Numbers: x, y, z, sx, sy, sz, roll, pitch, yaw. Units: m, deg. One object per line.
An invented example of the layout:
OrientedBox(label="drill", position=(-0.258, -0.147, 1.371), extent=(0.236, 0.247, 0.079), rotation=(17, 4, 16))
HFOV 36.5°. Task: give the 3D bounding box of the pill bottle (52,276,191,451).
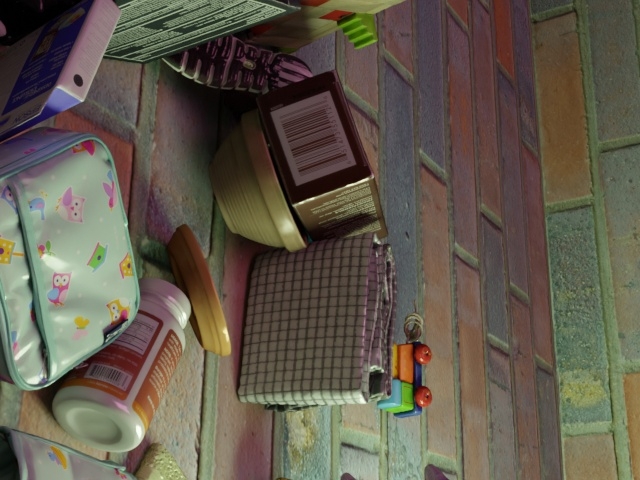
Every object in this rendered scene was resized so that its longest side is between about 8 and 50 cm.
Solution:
OrientedBox(label="pill bottle", position=(-0.248, 0.155, 1.256), extent=(0.121, 0.121, 0.216), rotation=(58, 35, -32))

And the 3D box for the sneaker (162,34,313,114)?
OrientedBox(label="sneaker", position=(-0.164, -0.267, 1.580), extent=(0.281, 0.162, 0.107), rotation=(22, 71, -16))

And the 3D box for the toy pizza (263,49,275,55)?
OrientedBox(label="toy pizza", position=(-0.090, -0.246, 1.761), extent=(0.201, 0.032, 0.201), rotation=(27, 58, -53))

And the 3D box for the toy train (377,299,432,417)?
OrientedBox(label="toy train", position=(0.142, 0.221, 1.948), extent=(0.143, 0.105, 0.248), rotation=(22, 60, -41))

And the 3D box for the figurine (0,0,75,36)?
OrientedBox(label="figurine", position=(-0.408, -0.305, 1.077), extent=(0.209, 0.092, 0.215), rotation=(40, 38, -2))

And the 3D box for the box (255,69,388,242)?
OrientedBox(label="box", position=(0.014, -0.111, 1.617), extent=(0.381, 0.143, 0.191), rotation=(67, 4, -76))

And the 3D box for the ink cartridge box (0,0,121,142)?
OrientedBox(label="ink cartridge box", position=(-0.339, -0.175, 1.129), extent=(0.045, 0.206, 0.208), rotation=(44, 44, -34))

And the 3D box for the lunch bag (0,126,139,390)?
OrientedBox(label="lunch bag", position=(-0.322, 0.026, 1.114), extent=(0.224, 0.107, 0.279), rotation=(-40, 131, -52))

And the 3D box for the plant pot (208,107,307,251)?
OrientedBox(label="plant pot", position=(-0.108, -0.083, 1.554), extent=(0.237, 0.109, 0.237), rotation=(-20, 90, -86))

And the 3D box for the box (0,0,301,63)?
OrientedBox(label="box", position=(-0.234, -0.367, 1.290), extent=(0.294, 0.296, 0.183), rotation=(-7, 86, -62))

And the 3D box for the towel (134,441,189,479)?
OrientedBox(label="towel", position=(-0.212, 0.363, 1.340), extent=(0.148, 0.027, 0.110), rotation=(63, 32, -26))

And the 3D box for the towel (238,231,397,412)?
OrientedBox(label="towel", position=(0.004, 0.143, 1.590), extent=(0.121, 0.235, 0.284), rotation=(42, 45, -55))

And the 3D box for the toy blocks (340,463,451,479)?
OrientedBox(label="toy blocks", position=(0.071, 0.493, 1.573), extent=(0.289, 0.308, 0.260), rotation=(100, -28, -58))

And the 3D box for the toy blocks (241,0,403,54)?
OrientedBox(label="toy blocks", position=(-0.039, -0.423, 1.631), extent=(0.260, 0.381, 0.191), rotation=(-6, 84, -45))

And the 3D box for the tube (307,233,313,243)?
OrientedBox(label="tube", position=(0.000, 0.000, 1.824), extent=(0.080, 0.052, 0.207), rotation=(40, 41, -57))

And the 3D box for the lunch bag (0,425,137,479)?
OrientedBox(label="lunch bag", position=(-0.309, 0.349, 1.048), extent=(0.223, 0.160, 0.262), rotation=(39, 53, -47))

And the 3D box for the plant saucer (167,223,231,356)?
OrientedBox(label="plant saucer", position=(-0.178, 0.076, 1.393), extent=(0.200, 0.037, 0.200), rotation=(161, -90, -77))

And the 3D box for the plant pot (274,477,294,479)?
OrientedBox(label="plant pot", position=(-0.052, 0.428, 1.515), extent=(0.095, 0.134, 0.134), rotation=(46, 35, -4))
